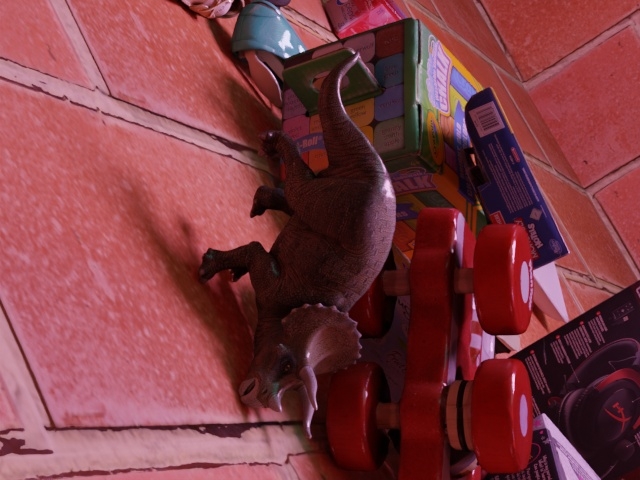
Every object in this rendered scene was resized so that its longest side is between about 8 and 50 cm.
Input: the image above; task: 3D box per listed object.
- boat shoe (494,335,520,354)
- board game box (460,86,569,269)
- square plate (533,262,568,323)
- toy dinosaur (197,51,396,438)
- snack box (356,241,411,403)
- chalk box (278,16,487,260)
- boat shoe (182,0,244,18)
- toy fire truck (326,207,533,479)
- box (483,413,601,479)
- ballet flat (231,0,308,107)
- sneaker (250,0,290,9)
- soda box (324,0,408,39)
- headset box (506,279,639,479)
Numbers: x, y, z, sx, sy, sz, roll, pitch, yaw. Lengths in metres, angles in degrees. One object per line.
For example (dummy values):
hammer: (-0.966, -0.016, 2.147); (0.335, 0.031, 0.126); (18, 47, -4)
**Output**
boat shoe: (0.218, 0.107, 1.998); (0.133, 0.042, 0.049); (48, 39, -30)
board game box: (0.199, -0.040, 1.572); (0.194, 0.060, 0.194); (56, 11, -73)
square plate: (0.287, -0.060, 2.487); (0.344, 0.049, 0.347); (49, 18, -24)
toy dinosaur: (0.000, 0.000, 1.278); (0.160, 0.314, 0.121); (23, -7, 20)
snack box: (0.060, 0.073, 1.554); (0.174, 0.070, 0.207); (45, 22, -36)
chalk box: (0.069, -0.117, 1.658); (0.289, 0.180, 0.179); (35, 48, -49)
boat shoe: (-0.124, -0.284, 1.694); (0.059, 0.063, 0.170); (52, 15, 4)
toy fire truck: (0.123, 0.126, 1.388); (0.254, 0.169, 0.302); (47, 43, -62)
box: (0.247, 0.326, 1.497); (0.247, 0.142, 0.163); (50, 18, -26)
ballet flat: (-0.024, -0.181, 1.784); (0.247, 0.083, 0.087); (42, 63, -33)
sneaker: (-0.099, -0.432, 1.913); (0.276, 0.135, 0.097); (57, 14, -4)
soda box: (0.119, -0.304, 2.376); (0.263, 0.092, 0.083); (41, 24, -44)
headset box: (0.364, 0.198, 1.800); (0.110, 0.293, 0.218); (37, 25, -49)
